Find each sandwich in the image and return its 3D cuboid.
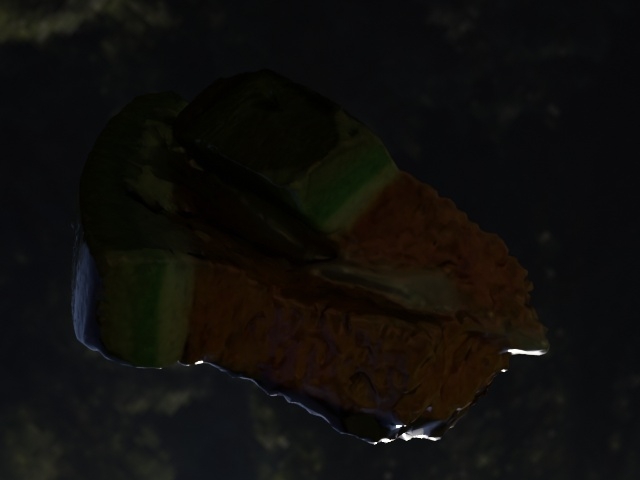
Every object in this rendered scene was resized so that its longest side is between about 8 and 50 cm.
[{"bbox_3d":[0.000,0.000,1.170,0.301,0.162,0.250,22,-154,-2],"label":"sandwich"}]
